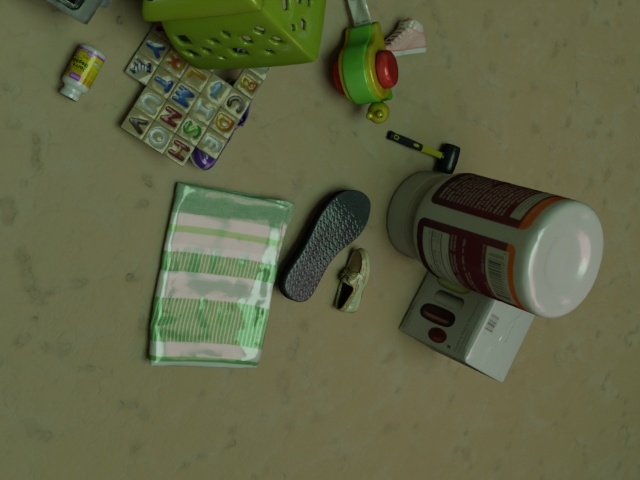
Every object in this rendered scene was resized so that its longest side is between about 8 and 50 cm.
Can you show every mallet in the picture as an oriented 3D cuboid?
[{"bbox_3d":[0.209,-0.179,1.844,0.189,0.039,0.062,8,96,-35],"label":"mallet"}]

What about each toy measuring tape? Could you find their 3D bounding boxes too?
[{"bbox_3d":[0.065,-0.362,1.621,0.121,0.121,0.330,-29,115,-28],"label":"toy measuring tape"}]

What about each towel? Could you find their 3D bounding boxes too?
[{"bbox_3d":[-0.178,0.072,1.617,0.248,0.038,0.325,7,99,-38],"label":"towel"}]

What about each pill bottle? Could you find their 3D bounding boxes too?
[{"bbox_3d":[0.325,-0.008,1.752,0.224,0.392,0.224,-13,112,-34],"label":"pill bottle"},{"bbox_3d":[-0.364,-0.254,1.368,0.043,0.043,0.083,30,84,-40],"label":"pill bottle"}]

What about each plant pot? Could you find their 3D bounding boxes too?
[{"bbox_3d":[-0.131,-0.394,1.322,0.207,0.227,0.228,21,72,-64],"label":"plant pot"}]

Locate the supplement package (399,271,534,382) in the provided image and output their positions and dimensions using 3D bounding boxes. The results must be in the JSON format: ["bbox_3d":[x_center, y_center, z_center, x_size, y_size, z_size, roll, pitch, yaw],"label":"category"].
[{"bbox_3d":[0.318,0.162,1.921,0.149,0.203,0.194,32,83,-40],"label":"supplement package"}]

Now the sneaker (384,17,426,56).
[{"bbox_3d":[0.149,-0.388,1.722,0.134,0.051,0.070,-16,111,-37],"label":"sneaker"}]

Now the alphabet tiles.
[{"bbox_3d":[-0.212,-0.251,1.461,0.198,0.009,0.237,33,81,-17],"label":"alphabet tiles"}]

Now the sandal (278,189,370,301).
[{"bbox_3d":[-0.001,0.000,1.724,0.097,0.054,0.254,46,74,-28],"label":"sandal"}]

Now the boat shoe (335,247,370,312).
[{"bbox_3d":[0.063,0.081,1.797,0.045,0.050,0.135,2,102,-44],"label":"boat shoe"}]

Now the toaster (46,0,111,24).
[{"bbox_3d":[-0.352,-0.421,1.255,0.185,0.110,0.168,30,106,-40],"label":"toaster"}]

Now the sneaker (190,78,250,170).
[{"bbox_3d":[-0.166,-0.197,1.521,0.068,0.071,0.170,28,86,-40],"label":"sneaker"}]
